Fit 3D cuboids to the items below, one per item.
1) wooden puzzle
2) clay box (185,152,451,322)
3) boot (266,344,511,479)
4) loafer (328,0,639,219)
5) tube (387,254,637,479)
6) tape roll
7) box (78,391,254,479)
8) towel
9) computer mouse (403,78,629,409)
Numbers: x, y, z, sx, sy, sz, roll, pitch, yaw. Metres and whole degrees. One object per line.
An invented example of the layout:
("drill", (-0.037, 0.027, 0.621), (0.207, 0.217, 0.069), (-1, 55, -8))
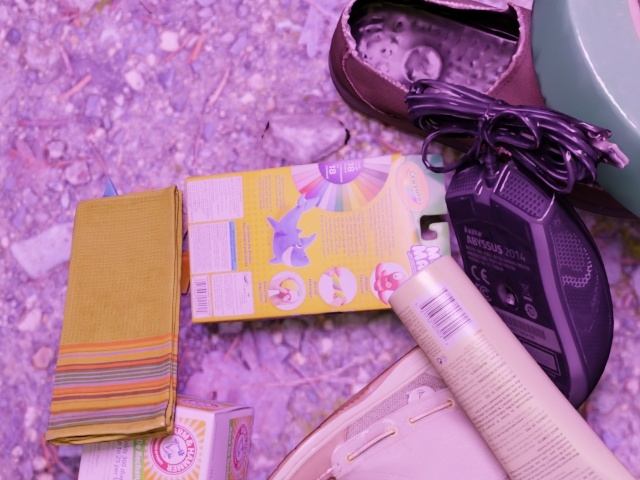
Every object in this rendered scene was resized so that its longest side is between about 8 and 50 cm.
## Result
("wooden puzzle", (-0.158, -0.005, 0.939), (0.116, 0.014, 0.078), (25, 91, 16))
("clay box", (0.000, 0.000, 0.877), (0.222, 0.053, 0.127), (-5, 83, 13))
("boot", (0.063, 0.199, 0.805), (0.213, 0.077, 0.165), (-38, 78, -19))
("loafer", (0.165, -0.109, 0.805), (0.366, 0.130, 0.133), (16, 88, 16))
("tube", (0.143, 0.123, 0.774), (0.062, 0.070, 0.240), (-33, 76, -15))
("tape roll", (0.314, -0.144, 0.730), (0.321, 0.077, 0.321), (3, 69, -8))
("box", (-0.133, 0.230, 0.861), (0.114, 0.103, 0.203), (6, 86, 15))
("towel", (-0.167, 0.056, 0.863), (0.102, 0.021, 0.237), (-7, 55, 6))
("computer mouse", (0.164, 0.007, 0.767), (0.072, 0.272, 0.188), (-30, 32, -24))
